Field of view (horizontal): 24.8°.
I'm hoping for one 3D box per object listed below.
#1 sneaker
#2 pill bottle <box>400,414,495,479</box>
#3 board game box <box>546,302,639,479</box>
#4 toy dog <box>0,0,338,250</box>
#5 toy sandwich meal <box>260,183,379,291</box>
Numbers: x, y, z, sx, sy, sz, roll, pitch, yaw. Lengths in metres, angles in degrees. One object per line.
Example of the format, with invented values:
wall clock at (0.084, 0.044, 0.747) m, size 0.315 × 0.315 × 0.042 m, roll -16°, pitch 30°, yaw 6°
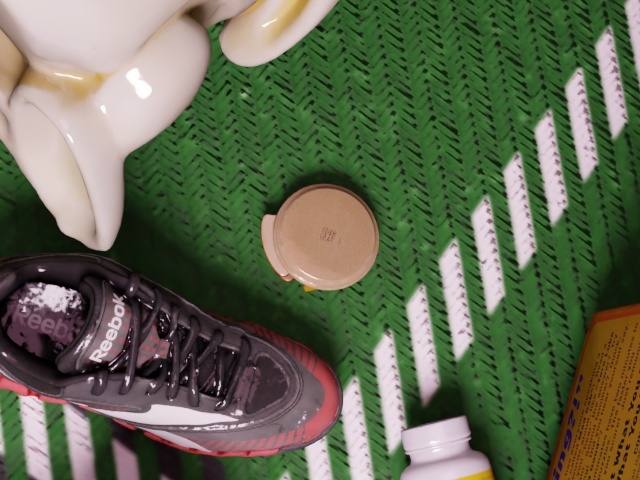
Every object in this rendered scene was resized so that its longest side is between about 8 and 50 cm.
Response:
sneaker at (-0.112, 0.076, 0.951) m, size 0.276 × 0.135 × 0.097 m, roll 18°, pitch 77°, yaw -7°
pill bottle at (0.091, 0.182, 0.999) m, size 0.065 × 0.065 × 0.116 m, roll -12°, pitch 84°, yaw -11°
board game box at (0.318, 0.248, 0.830) m, size 0.356 × 0.356 × 0.356 m, roll 17°, pitch 84°, yaw -2°
toy dog at (-0.081, -0.266, 0.887) m, size 0.284 × 0.395 × 0.408 m, roll 43°, pitch 69°, yaw 14°
toy sandwich meal at (0.000, 0.000, 1.035) m, size 0.085 × 0.029 × 0.085 m, roll 3°, pitch 78°, yaw -12°
